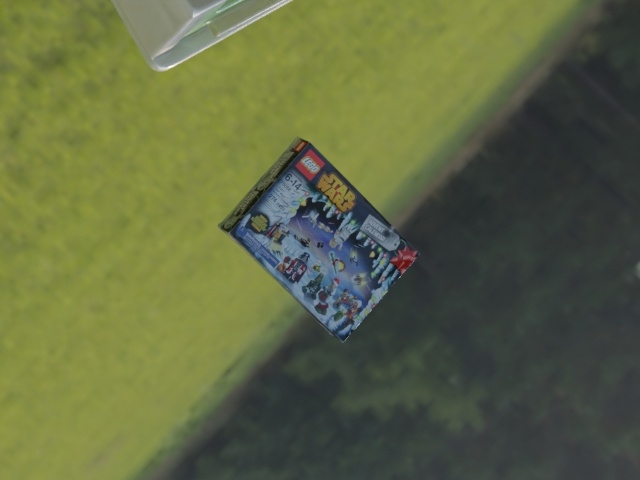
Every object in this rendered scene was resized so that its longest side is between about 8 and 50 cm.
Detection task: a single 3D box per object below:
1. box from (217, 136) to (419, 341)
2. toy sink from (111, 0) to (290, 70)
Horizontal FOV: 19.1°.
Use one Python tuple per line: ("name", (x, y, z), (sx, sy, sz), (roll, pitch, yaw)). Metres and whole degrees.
("box", (0.000, 0.000, 1.458), (0.094, 0.137, 0.027), (-50, -153, -7))
("toy sink", (-0.067, -0.205, 1.231), (0.153, 0.131, 0.234), (-30, -176, -16))
